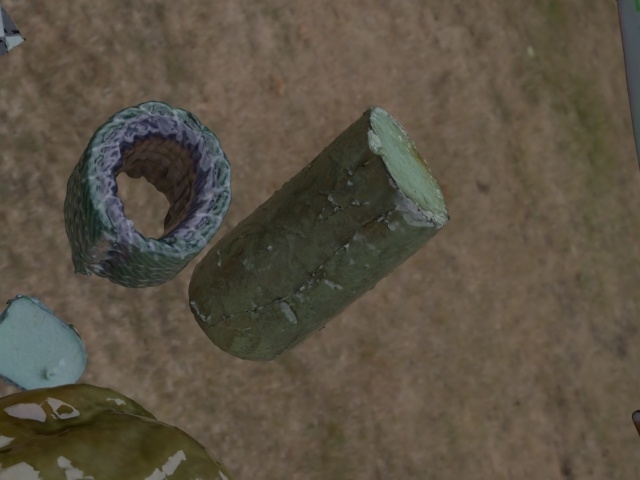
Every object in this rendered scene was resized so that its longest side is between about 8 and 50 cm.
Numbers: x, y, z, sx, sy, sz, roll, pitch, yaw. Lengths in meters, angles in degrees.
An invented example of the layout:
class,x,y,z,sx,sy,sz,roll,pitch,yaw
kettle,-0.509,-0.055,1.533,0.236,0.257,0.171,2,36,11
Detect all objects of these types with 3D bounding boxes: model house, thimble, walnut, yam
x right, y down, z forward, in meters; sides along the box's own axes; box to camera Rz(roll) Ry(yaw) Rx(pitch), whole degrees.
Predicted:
class,x,y,z,sx,sy,sz,roll,pitch,yaw
model house,-0.413,0.141,1.808,0.148,0.119,0.149,34,4,-19
thimble,-0.137,-0.034,0.982,0.118,0.090,0.135,13,62,-19
walnut,-0.171,0.221,0.768,0.283,0.227,0.283,-12,105,-54
yam,0.000,0.000,1.413,0.168,0.304,0.168,36,29,-24

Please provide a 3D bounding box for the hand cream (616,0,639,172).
class,x,y,z,sx,sy,sz,roll,pitch,yaw
hand cream,0.147,-0.037,0.454,0.050,0.079,0.275,-31,114,-52

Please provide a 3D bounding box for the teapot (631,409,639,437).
class,x,y,z,sx,sy,sz,roll,pitch,yaw
teapot,0.221,0.146,0.624,0.116,0.173,0.116,-17,124,-27

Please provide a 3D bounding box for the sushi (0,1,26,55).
class,x,y,z,sx,sy,sz,roll,pitch,yaw
sushi,-0.535,-0.282,1.448,0.294,0.059,0.292,-38,105,-17
